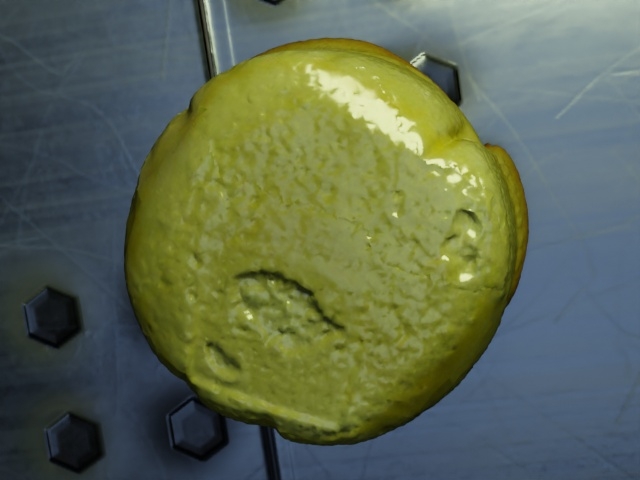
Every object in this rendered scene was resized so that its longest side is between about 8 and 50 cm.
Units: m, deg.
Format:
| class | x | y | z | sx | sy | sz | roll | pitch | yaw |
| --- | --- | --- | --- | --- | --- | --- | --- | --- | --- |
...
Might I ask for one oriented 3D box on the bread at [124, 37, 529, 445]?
| class | x | y | z | sx | sy | sz | roll | pitch | yaw |
| --- | --- | --- | --- | --- | --- | --- | --- | --- | --- |
| bread | 0.000 | 0.000 | 0.706 | 0.270 | 0.148 | 0.270 | 1 | 97 | 12 |
